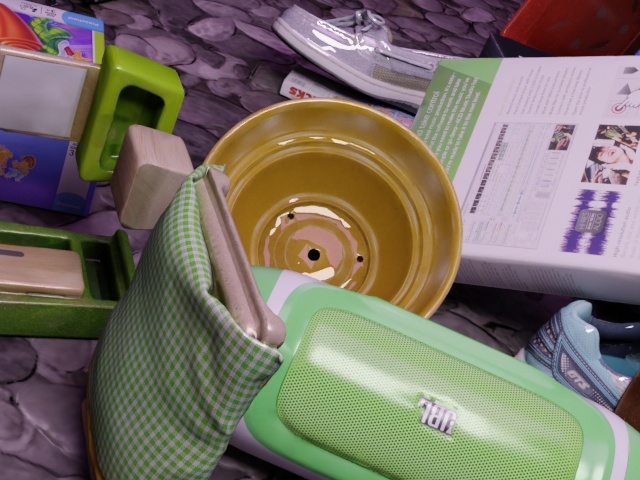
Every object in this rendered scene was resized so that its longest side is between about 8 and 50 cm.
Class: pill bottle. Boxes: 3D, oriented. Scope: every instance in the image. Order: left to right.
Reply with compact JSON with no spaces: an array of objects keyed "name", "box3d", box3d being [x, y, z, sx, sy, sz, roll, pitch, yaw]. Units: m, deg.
[{"name":"pill bottle","box3d":[-0.026,-0.033,0.918,0.120,0.067,0.067,24,31,0]}]

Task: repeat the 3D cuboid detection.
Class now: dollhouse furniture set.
[{"name":"dollhouse furniture set","box3d":[-0.156,0.026,0.615,0.151,0.198,0.302,8,34,-27]}]

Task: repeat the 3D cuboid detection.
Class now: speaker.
[{"name":"speaker","box3d":[0.066,0.124,0.684,0.296,0.131,0.131,24,31,0]}]

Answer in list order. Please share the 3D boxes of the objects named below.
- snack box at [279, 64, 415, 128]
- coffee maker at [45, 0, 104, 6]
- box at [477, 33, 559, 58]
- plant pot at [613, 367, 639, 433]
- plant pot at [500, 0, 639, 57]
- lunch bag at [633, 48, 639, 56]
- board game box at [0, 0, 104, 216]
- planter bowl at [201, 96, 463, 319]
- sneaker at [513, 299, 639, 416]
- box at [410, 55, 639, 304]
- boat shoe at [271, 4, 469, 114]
[{"name":"snack box","box3d":[0.043,-0.155,1.192,0.178,0.022,0.064,24,29,1]},{"name":"coffee maker","box3d":[-0.305,-0.373,1.198,0.178,0.120,0.171,36,34,20]},{"name":"box","box3d":[0.206,-0.117,1.111,0.093,0.158,0.156,16,31,-15]},{"name":"plant pot","box3d":[0.332,0.190,0.684,0.230,0.215,0.215,26,31,-1]},{"name":"plant pot","box3d":[0.479,-0.296,1.476,0.235,0.267,0.267,19,25,-49]},{"name":"lunch bag","box3d":[0.492,-0.006,1.078,0.385,0.239,0.328,25,26,-30]},{"name":"board game box","box3d":[-0.361,-0.147,0.857,0.347,0.078,0.233,11,33,-21]},{"name":"planter bowl","box3d":[0.000,0.000,0.827,0.217,0.090,0.217,3,70,-8]},{"name":"sneaker","box3d":[0.298,0.130,0.832,0.282,0.122,0.110,16,33,-12]},{"name":"box","box3d":[0.217,-0.062,0.887,0.321,0.058,0.232,7,59,33]},{"name":"boat shoe","box3d":[0.096,-0.214,1.203,0.320,0.103,0.118,20,11,-16]}]
